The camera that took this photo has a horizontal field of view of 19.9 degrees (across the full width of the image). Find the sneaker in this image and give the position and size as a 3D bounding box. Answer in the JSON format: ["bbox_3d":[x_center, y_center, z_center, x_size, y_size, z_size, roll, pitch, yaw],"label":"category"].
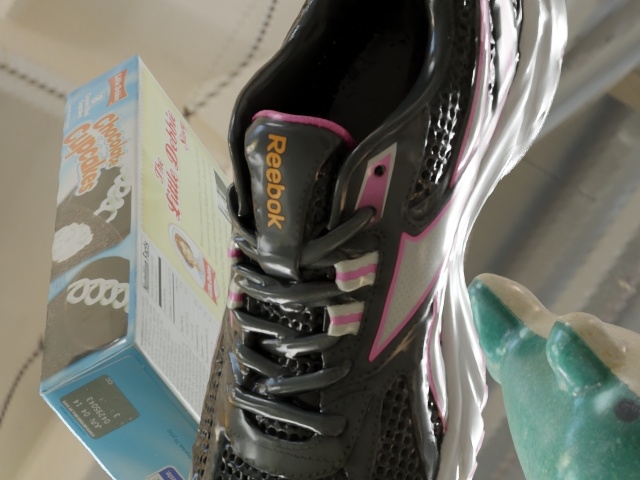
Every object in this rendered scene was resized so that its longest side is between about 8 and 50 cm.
[{"bbox_3d":[0.000,0.000,0.415,0.072,0.077,0.178,7,-101,26],"label":"sneaker"}]

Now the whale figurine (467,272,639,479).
[{"bbox_3d":[0.178,0.133,1.225,0.141,0.272,0.216,-41,-42,-10],"label":"whale figurine"}]

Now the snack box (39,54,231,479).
[{"bbox_3d":[-0.074,0.044,1.021,0.060,0.322,0.187,-29,-61,12],"label":"snack box"}]
